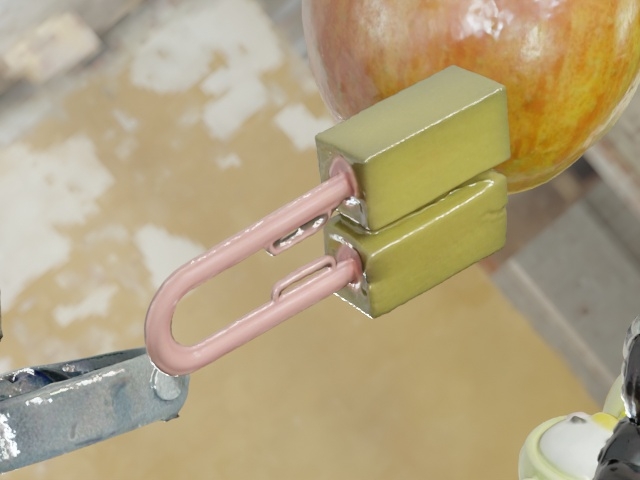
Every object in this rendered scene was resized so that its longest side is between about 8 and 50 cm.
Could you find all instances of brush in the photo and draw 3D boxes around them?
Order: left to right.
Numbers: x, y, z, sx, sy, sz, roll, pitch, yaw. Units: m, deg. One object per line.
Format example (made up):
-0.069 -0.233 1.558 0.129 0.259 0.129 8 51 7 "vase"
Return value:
0.000 0.000 1.007 0.233 0.047 0.103 -28 130 -31 "brush"

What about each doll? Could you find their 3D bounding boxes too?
0.256 0.150 1.500 0.296 0.141 0.117 -12 128 -43 "doll"
0.213 0.118 1.237 0.091 0.067 0.219 -4 110 -55 "doll"

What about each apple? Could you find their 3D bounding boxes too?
0.116 -0.168 1.553 0.301 0.301 0.301 -40 177 -3 "apple"

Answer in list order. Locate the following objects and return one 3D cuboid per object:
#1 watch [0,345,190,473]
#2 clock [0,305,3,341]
-0.209 0.128 1.432 0.206 0.068 0.193 -19 -177 -44 "watch"
-0.316 0.043 1.394 0.184 0.040 0.184 4 168 1 "clock"
